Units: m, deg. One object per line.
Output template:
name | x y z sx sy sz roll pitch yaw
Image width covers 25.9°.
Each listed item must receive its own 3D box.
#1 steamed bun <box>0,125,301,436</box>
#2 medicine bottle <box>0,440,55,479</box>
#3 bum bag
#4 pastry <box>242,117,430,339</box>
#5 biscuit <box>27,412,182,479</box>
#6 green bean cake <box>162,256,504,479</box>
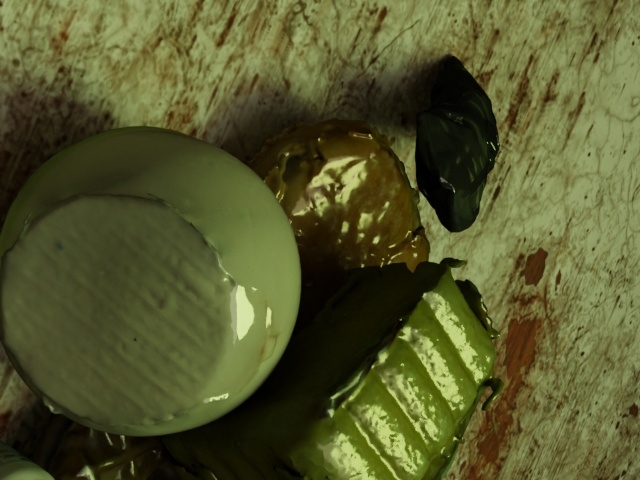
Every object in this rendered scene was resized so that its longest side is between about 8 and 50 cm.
steamed bun | -0.158 0.031 1.354 0.309 0.309 0.309 -22 122 -40
medicine bottle | -0.314 0.248 1.328 0.103 0.187 0.102 -21 121 -41
bum bag | 0.169 -0.128 1.682 0.340 0.095 0.144 -58 132 -65
pastry | 0.000 0.000 1.581 0.255 0.162 0.311 -30 124 -26
biscuit | -0.191 0.287 1.507 0.332 0.103 0.332 -9 102 -51
green bean cake | 0.026 0.177 1.444 0.310 0.285 0.202 -45 112 -31
